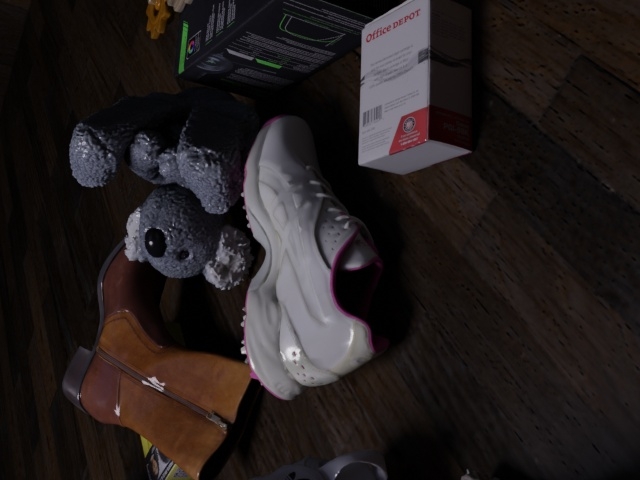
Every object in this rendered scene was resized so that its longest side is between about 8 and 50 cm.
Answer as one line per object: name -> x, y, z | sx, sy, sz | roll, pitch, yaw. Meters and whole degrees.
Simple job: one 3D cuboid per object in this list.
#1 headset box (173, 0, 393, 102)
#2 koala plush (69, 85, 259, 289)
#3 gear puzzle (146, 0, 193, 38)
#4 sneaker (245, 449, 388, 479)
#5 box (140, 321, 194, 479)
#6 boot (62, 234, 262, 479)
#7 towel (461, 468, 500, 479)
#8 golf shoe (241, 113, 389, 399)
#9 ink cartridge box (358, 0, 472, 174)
headset box -> -0.050, -0.318, 0.922 | 0.283, 0.131, 0.247 | -14, 69, 56
koala plush -> -0.158, -0.050, 0.957 | 0.203, 0.196, 0.221 | -58, -25, -57
gear puzzle -> -0.124, -0.344, 0.890 | 0.339, 0.044, 0.176 | -49, 44, 44
sneaker -> -0.023, 0.330, 0.696 | 0.137, 0.210, 0.366 | -132, 30, -52
box -> -0.203, 0.219, 1.083 | 0.087, 0.058, 0.232 | -57, 39, 32
boot -> -0.181, 0.123, 1.003 | 0.280, 0.096, 0.264 | 13, 71, 40
towel -> 0.164, 0.283, 0.509 | 0.282, 0.049, 0.187 | 21, 98, 58
golf shoe -> 0.000, 0.000, 0.808 | 0.140, 0.115, 0.307 | -18, 61, 27
ink cartridge box -> 0.085, -0.137, 0.733 | 0.099, 0.056, 0.135 | -13, 71, 55
